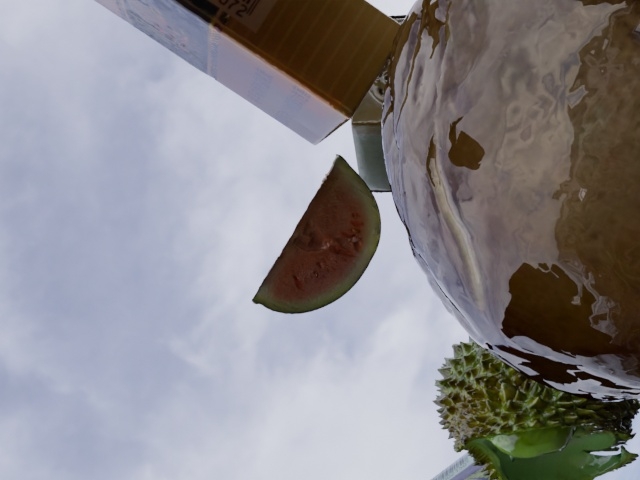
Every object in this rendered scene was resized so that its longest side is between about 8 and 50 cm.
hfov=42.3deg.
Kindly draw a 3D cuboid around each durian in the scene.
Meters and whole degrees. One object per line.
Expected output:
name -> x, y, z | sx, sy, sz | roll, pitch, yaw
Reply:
durian -> 0.233, 0.166, 0.878 | 0.237, 0.200, 0.177 | 33, -129, -36

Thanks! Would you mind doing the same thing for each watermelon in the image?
watermelon -> 0.001, -0.002, 0.805 | 0.087, 0.069, 0.163 | 27, -78, -24

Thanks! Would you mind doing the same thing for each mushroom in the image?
mushroom -> 0.137, -0.053, 0.417 | 0.302, 0.207, 0.233 | -77, -27, -72

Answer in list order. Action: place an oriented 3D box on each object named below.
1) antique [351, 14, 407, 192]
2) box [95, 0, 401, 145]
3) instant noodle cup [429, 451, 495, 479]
antique -> 0.109, -0.150, 0.878 | 0.148, 0.146, 0.152 | 73, -161, -60
box -> -0.075, -0.155, 0.516 | 0.237, 0.152, 0.070 | 35, -94, -7
instant noodle cup -> 0.193, 0.411, 1.061 | 0.312, 0.284, 0.284 | -46, -38, 7
